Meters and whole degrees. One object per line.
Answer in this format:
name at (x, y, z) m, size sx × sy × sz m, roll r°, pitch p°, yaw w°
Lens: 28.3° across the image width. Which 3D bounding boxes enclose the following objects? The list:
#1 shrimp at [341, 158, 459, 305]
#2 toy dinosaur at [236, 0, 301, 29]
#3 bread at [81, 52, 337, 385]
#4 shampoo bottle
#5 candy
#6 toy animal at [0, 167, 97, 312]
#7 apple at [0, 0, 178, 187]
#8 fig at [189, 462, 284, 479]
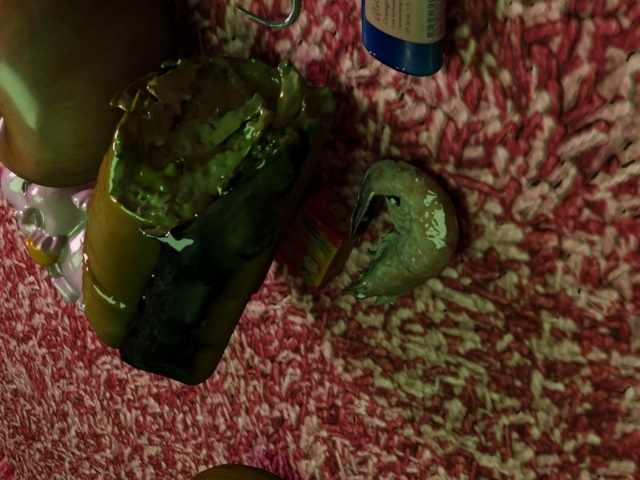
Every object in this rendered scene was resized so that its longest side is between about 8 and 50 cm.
shrimp at (0.065, -0.005, 1.266) m, size 0.126 × 0.047 × 0.223 m, roll 59°, pitch 146°, yaw 9°
toy dinosaur at (-0.105, -0.366, 1.137) m, size 0.363 × 0.076 × 0.147 m, roll 58°, pitch 160°, yaw 9°
bread at (-0.134, -0.019, 1.331) m, size 0.208 × 0.251 × 0.376 m, roll 28°, pitch 146°, yaw 5°
shampoo bottle at (0.068, -0.226, 1.037) m, size 0.087 × 0.050 × 0.183 m, roll 37°, pitch 146°, yaw 35°
candy at (0.000, 0.000, 1.374) m, size 0.062 × 0.038 × 0.122 m, roll 48°, pitch 149°, yaw 14°
toy animal at (-0.343, -0.046, 1.725) m, size 0.325 × 0.154 × 0.208 m, roll 58°, pitch 160°, yaw 14°
apple at (-0.277, -0.194, 1.396) m, size 0.257 × 0.234 × 0.257 m, roll 34°, pitch 144°, yaw 30°
fig at (-0.109, 0.406, 1.784) m, size 0.225 × 0.203 × 0.203 m, roll -32°, pitch 92°, yaw 42°
